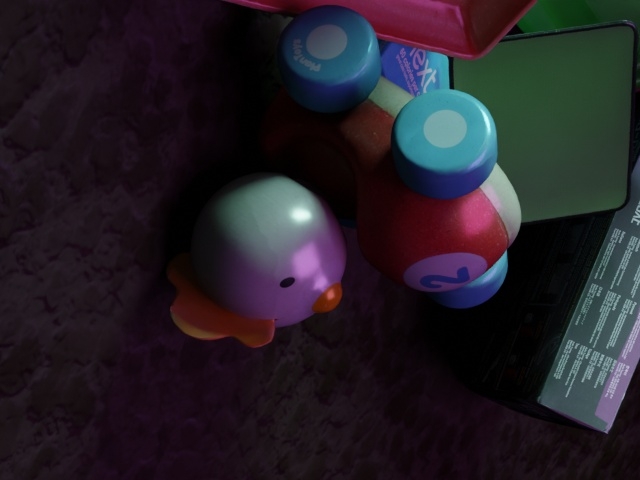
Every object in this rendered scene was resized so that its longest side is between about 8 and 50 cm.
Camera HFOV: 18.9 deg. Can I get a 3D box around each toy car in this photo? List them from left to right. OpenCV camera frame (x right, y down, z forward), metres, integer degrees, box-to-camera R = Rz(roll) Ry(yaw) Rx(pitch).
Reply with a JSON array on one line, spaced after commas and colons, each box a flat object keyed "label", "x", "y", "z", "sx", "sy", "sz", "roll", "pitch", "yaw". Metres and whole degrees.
[{"label": "toy car", "x": 0.000, "y": 0.000, "z": 1.386, "sx": 0.238, "sy": 0.210, "sz": 0.219, "roll": -45, "pitch": 156, "yaw": -14}]

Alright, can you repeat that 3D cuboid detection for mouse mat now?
[{"label": "mouse mat", "x": 0.179, "y": -0.089, "z": 1.547, "sx": 0.007, "sy": 0.153, "sz": 0.189, "roll": -104, "pitch": -173, "yaw": -50}]

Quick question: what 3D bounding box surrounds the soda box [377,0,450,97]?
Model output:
[{"label": "soda box", "x": 0.065, "y": -0.109, "z": 1.533, "sx": 0.071, "sy": 0.067, "sz": 0.210, "roll": -56, "pitch": 146, "yaw": -23}]

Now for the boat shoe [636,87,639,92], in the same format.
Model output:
[{"label": "boat shoe", "x": 0.343, "y": -0.134, "z": 1.963, "sx": 0.064, "sy": 0.060, "sz": 0.178, "roll": -49, "pitch": 143, "yaw": -31}]

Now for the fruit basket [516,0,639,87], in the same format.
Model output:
[{"label": "fruit basket", "x": 0.283, "y": -0.337, "z": 1.639, "sx": 0.392, "sy": 0.283, "sz": 0.392, "roll": 30, "pitch": 44, "yaw": -34}]

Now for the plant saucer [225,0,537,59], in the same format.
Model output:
[{"label": "plant saucer", "x": 0.083, "y": -0.243, "z": 1.330, "sx": 0.258, "sy": 0.047, "sz": 0.259, "roll": 9, "pitch": 139, "yaw": -36}]

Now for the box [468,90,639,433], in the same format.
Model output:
[{"label": "box", "x": 0.253, "y": 0.016, "z": 1.765, "sx": 0.242, "sy": 0.077, "sz": 0.307, "roll": 169, "pitch": -56, "yaw": -79}]
